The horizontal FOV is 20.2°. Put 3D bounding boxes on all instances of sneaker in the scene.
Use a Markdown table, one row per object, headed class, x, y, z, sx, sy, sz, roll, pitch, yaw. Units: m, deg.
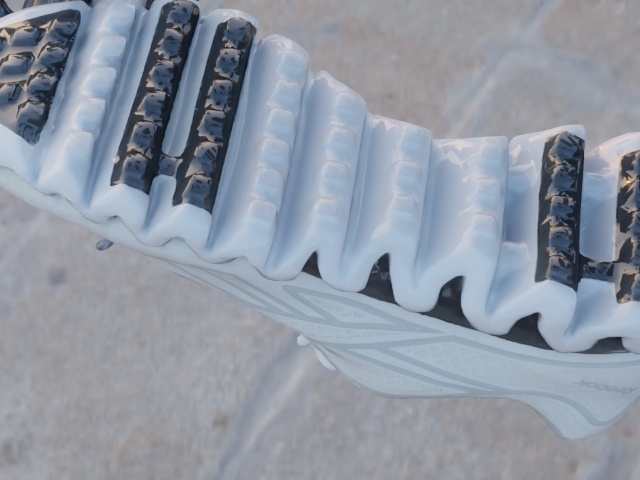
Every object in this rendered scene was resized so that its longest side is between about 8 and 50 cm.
| class | x | y | z | sx | sy | sz | roll | pitch | yaw |
| --- | --- | --- | --- | --- | --- | --- | --- | --- | --- |
| sneaker | 0.000 | 0.000 | 0.661 | 0.292 | 0.118 | 0.110 | 19 | 51 | 0 |

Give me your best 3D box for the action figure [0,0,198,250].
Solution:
| class | x | y | z | sx | sy | sz | roll | pitch | yaw |
| --- | --- | --- | --- | --- | --- | --- | --- | --- | --- |
| action figure | -0.076 | -0.132 | 0.719 | 0.141 | 0.276 | 0.164 | 1 | 23 | 38 |
